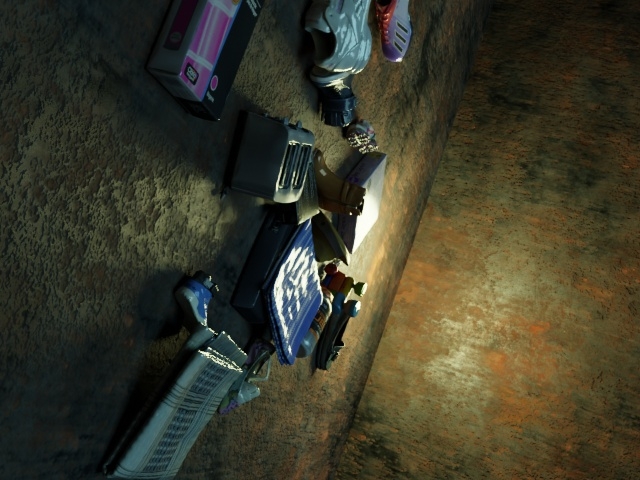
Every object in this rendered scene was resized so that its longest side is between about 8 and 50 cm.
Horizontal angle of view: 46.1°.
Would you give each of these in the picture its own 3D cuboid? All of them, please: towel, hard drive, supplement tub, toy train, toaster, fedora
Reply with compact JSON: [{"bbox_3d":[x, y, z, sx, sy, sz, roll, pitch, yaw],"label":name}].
[{"bbox_3d":[-0.057,0.132,1.845,0.336,0.040,0.243,83,29,-50],"label":"towel"},{"bbox_3d":[-0.119,0.063,1.762,0.172,0.054,0.254,67,43,-66],"label":"hard drive"},{"bbox_3d":[-0.043,0.215,2.058,0.117,0.117,0.190,86,26,-52],"label":"supplement tub"},{"bbox_3d":[0.081,0.129,2.332,0.105,0.144,0.248,90,24,-47],"label":"toy train"},{"bbox_3d":[-0.100,-0.159,1.503,0.168,0.110,0.185,-9,115,-71],"label":"toaster"},{"bbox_3d":[-0.260,0.328,1.469,0.324,0.056,0.312,-58,161,-12],"label":"towel"},{"bbox_3d":[0.000,0.000,1.963,0.079,0.194,0.194,-32,154,-8],"label":"fedora"}]

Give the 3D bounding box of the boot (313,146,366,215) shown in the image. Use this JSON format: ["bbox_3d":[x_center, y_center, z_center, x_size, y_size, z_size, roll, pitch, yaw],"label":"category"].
[{"bbox_3d":[0.043,-0.146,1.910,0.197,0.153,0.073,85,27,-52],"label":"boot"}]

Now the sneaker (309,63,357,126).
[{"bbox_3d":[0.030,-0.343,1.791,0.226,0.086,0.163,-44,144,-62],"label":"sneaker"}]

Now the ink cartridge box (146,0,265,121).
[{"bbox_3d":[-0.152,-0.392,1.192,0.176,0.069,0.370,47,59,-72],"label":"ink cartridge box"}]

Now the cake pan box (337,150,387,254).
[{"bbox_3d":[0.130,-0.120,2.387,0.245,0.070,0.266,-50,152,-48],"label":"cake pan box"}]

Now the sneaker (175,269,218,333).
[{"bbox_3d":[-0.228,0.122,1.453,0.084,0.058,0.152,-51,147,-34],"label":"sneaker"}]

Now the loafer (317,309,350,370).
[{"bbox_3d":[0.047,0.334,2.533,0.096,0.084,0.267,-45,148,-58],"label":"loafer"}]

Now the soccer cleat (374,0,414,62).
[{"bbox_3d":[0.191,-0.622,2.053,0.116,0.109,0.318,-36,146,-32],"label":"soccer cleat"}]

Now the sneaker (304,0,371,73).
[{"bbox_3d":[0.041,-0.511,1.605,0.152,0.114,0.304,-12,107,-41],"label":"sneaker"}]

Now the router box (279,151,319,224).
[{"bbox_3d":[-0.053,-0.135,1.711,0.133,0.046,0.178,-33,120,-65],"label":"router box"}]

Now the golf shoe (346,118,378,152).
[{"bbox_3d":[0.113,-0.311,2.164,0.186,0.068,0.085,21,57,-72],"label":"golf shoe"}]

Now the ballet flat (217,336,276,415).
[{"bbox_3d":[-0.170,0.332,1.820,0.076,0.079,0.221,88,25,-51],"label":"ballet flat"}]
